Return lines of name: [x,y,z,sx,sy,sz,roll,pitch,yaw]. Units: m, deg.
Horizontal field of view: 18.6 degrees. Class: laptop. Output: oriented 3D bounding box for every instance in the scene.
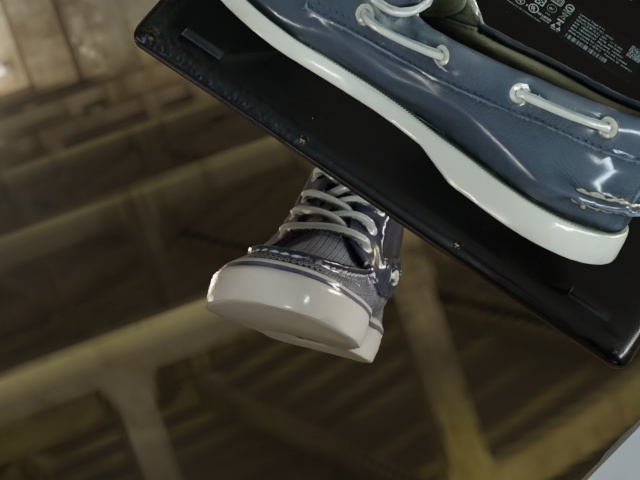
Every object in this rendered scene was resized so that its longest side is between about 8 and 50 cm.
laptop: [0.116,-0.116,1.429,0.408,0.382,0.236,-53,174,-30]

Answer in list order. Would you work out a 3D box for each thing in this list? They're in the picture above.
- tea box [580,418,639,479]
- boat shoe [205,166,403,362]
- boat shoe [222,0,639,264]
tea box: [0.221,0.265,0.956,0.220,0.324,0.329,25,-131,36]
boat shoe: [0.000,0.000,1.526,0.127,0.158,0.340,14,175,6]
boat shoe: [0.046,-0.090,0.870,0.095,0.254,0.079,-7,131,-57]
